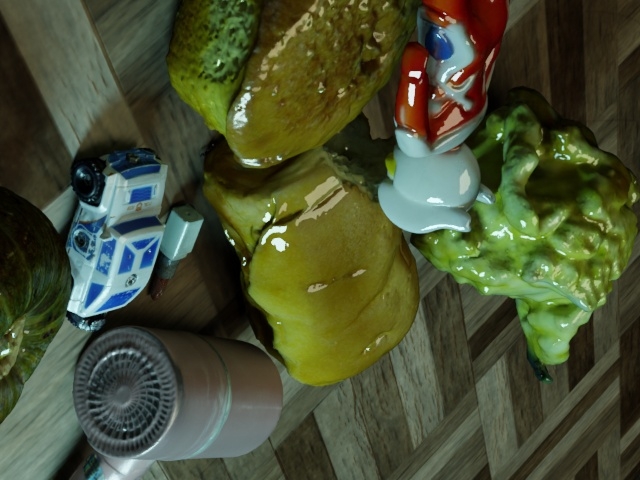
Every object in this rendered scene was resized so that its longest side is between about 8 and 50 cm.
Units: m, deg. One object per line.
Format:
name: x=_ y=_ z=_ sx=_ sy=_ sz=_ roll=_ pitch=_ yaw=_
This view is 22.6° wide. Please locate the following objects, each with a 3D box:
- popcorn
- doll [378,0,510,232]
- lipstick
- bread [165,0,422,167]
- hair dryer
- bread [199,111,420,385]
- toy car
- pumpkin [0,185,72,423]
popcorn: x=0.234 y=-0.026 z=1.799 sx=0.237 sy=0.293 sz=0.293 roll=-41 pitch=154 yaw=12
doll: x=0.115 y=-0.155 z=1.395 sx=0.188 sy=0.099 sz=0.384 roll=-43 pitch=149 yaw=-42
lipstick: x=-0.142 y=0.015 z=1.524 sx=0.025 sy=0.025 sz=0.107 roll=-19 pitch=141 yaw=-48
bread: x=-0.013 y=-0.190 z=1.371 sx=0.268 sy=0.145 sz=0.268 roll=-41 pitch=153 yaw=-26
hair dryer: x=-0.205 y=0.237 z=1.605 sx=0.352 sy=0.125 sz=0.210 roll=-50 pitch=155 yaw=14
bread: x=0.002 y=0.005 z=1.599 sx=0.195 sy=0.149 sz=0.344 roll=-45 pitch=150 yaw=-19
toy car: x=-0.183 y=0.001 z=1.397 sx=0.080 sy=0.070 sz=0.171 roll=-15 pitch=132 yaw=-51
pumpkin: x=-0.289 y=0.053 z=1.217 sx=0.219 sy=0.162 sz=0.219 roll=21 pitch=90 yaw=-84
